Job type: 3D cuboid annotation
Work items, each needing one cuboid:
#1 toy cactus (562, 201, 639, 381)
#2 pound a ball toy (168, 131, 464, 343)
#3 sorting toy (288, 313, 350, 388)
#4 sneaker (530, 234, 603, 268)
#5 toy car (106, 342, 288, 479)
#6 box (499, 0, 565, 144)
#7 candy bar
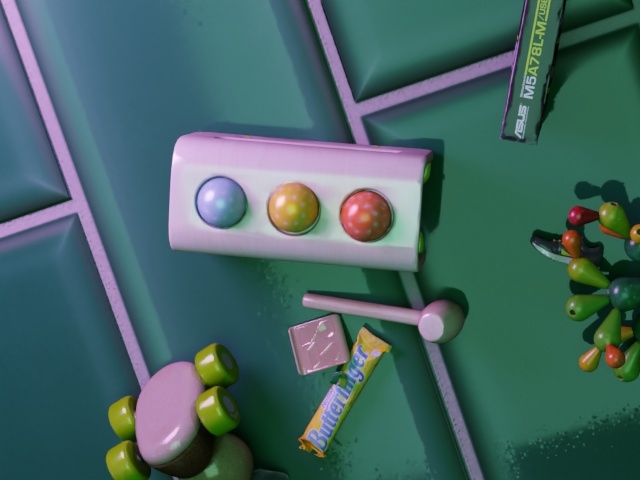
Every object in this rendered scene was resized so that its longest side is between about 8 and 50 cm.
[{"bbox_3d":[0.348,0.049,1.867,0.180,0.112,0.219,-15,106,-6],"label":"toy cactus"},{"bbox_3d":[0.000,0.000,1.907,0.319,0.136,0.208,6,100,10],"label":"pound a ball toy"},{"bbox_3d":[0.003,0.130,1.981,0.062,0.012,0.083,-17,78,13],"label":"sorting toy"},{"bbox_3d":[0.269,0.008,1.917,0.083,0.031,0.035,22,97,-3],"label":"sneaker"},{"bbox_3d":[-0.125,0.240,1.996,0.155,0.149,0.188,-32,122,17],"label":"toy car"},{"bbox_3d":[0.222,-0.200,1.805,0.045,0.191,0.184,13,102,6],"label":"box"},{"bbox_3d":[0.026,0.175,1.992,0.040,0.018,0.161,31,103,4],"label":"candy bar"}]
